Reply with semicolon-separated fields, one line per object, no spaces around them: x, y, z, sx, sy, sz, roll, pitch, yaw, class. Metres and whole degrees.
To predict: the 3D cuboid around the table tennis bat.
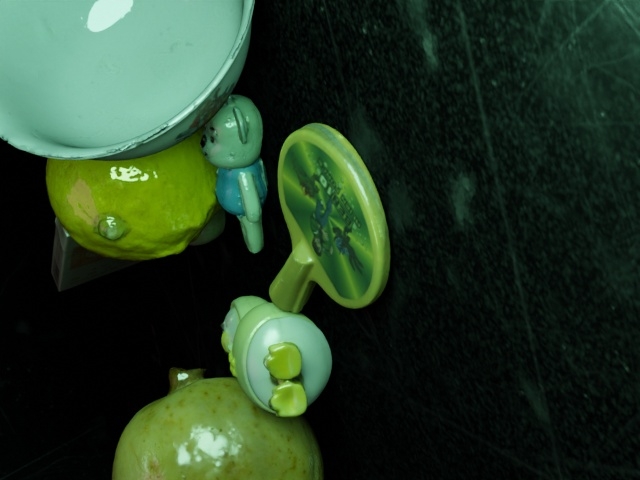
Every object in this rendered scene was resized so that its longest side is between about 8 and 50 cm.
0.000;0.000;1.184;0.198;0.050;0.321;61;154;17;table tennis bat

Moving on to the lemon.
-0.233;-0.096;1.384;0.288;0.233;0.233;-80;-15;-58;lemon

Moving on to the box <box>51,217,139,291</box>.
-0.345;-0.010;1.805;0.051;0.204;0.365;66;160;9;box

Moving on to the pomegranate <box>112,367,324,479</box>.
-0.136;0.329;1.468;0.307;0.307;0.307;52;153;40;pomegranate

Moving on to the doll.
-0.076;0.142;1.392;0.296;0.117;0.141;15;120;65;doll

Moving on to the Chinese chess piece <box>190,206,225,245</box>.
-0.189;-0.064;1.572;0.144;0.058;0.144;49;150;42;Chinese chess piece

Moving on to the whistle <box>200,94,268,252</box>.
-0.101;-0.081;1.310;0.114;0.077;0.236;-120;18;-47;whistle

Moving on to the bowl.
-0.204;-0.210;1.202;0.345;0.345;0.157;57;-178;30;bowl
